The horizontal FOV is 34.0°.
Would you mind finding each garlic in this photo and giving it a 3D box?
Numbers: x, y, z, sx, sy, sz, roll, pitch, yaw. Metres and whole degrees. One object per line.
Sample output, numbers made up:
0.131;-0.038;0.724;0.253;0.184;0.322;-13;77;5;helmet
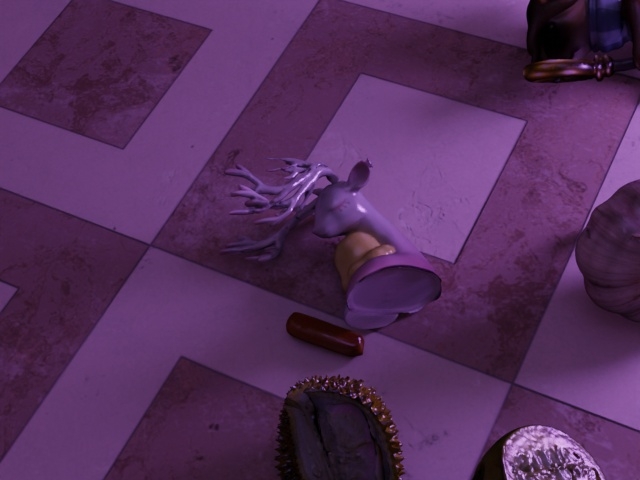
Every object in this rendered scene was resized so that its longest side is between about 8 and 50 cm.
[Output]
0.491;0.001;1.610;0.245;0.245;0.253;-20;24;-5;garlic

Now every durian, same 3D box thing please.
0.031;0.304;1.499;0.194;0.138;0.237;8;99;9;durian

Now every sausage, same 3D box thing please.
0.010;0.151;1.657;0.131;0.039;0.041;18;53;18;sausage

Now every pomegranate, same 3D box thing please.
0.301;0.355;1.415;0.241;0.159;0.190;-17;59;-38;pomegranate

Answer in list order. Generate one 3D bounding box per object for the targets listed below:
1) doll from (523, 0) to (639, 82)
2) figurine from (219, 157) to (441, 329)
0.533;-0.369;1.866;0.340;0.209;0.318;12;26;14;doll
0.004;-0.011;1.681;0.284;0.206;0.315;-19;50;-18;figurine
